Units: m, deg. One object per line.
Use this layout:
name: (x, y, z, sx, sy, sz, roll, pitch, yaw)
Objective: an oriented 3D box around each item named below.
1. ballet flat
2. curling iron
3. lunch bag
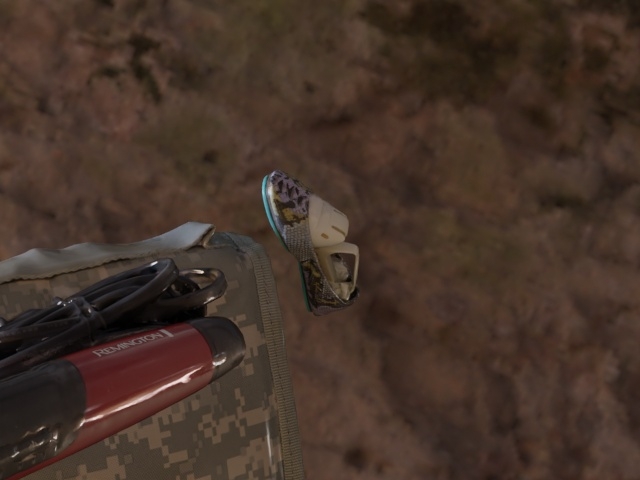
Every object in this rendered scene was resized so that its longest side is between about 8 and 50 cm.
ballet flat: (0.000, 0.000, 0.852, 0.041, 0.041, 0.114, 31, 155, 36)
curling iron: (-0.111, 0.057, 0.280, 0.068, 0.035, 0.274, -17, -174, 39)
lunch bag: (-0.137, 0.138, 0.823, 0.235, 0.287, 0.169, -9, -165, -30)
